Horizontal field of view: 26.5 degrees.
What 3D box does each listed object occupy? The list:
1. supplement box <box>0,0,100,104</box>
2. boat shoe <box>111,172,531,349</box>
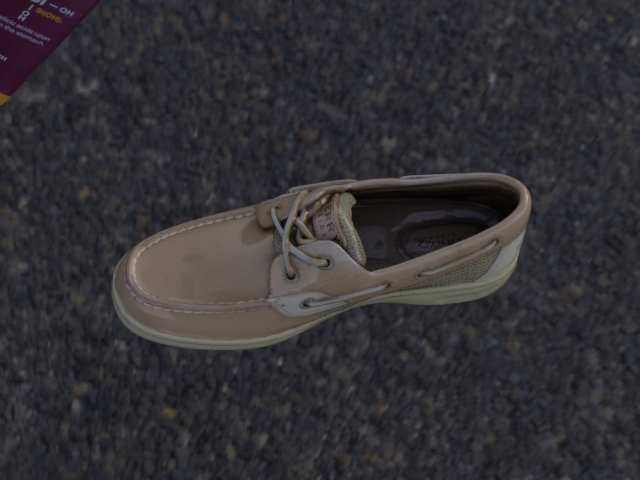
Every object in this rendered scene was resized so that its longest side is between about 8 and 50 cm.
[{"bbox_3d":[-0.133,-0.163,0.638,0.080,0.188,0.104,25,48,-31],"label":"supplement box"},{"bbox_3d":[0.000,0.000,1.091,0.341,0.110,0.122,-11,62,-11],"label":"boat shoe"}]
